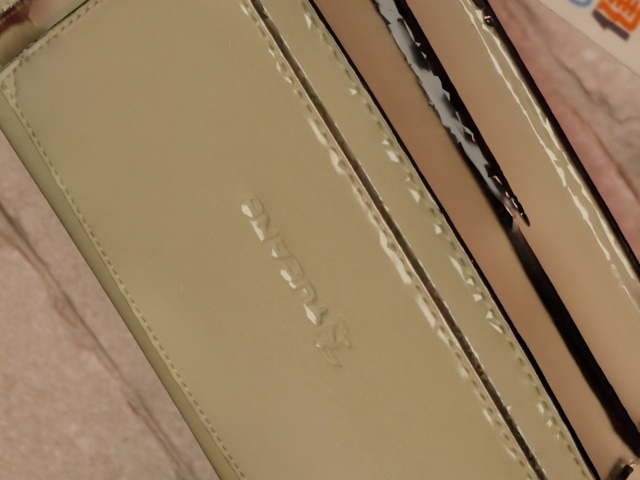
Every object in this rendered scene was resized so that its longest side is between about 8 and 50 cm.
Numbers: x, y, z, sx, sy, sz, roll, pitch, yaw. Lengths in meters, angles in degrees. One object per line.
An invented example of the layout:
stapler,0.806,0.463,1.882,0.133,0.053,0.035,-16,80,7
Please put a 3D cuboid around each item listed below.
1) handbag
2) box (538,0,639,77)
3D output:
handbag,0.000,0.000,0.713,0.237,0.160,0.358,-27,97,35
box,0.218,-0.121,0.463,0.265,0.048,0.273,40,136,12
